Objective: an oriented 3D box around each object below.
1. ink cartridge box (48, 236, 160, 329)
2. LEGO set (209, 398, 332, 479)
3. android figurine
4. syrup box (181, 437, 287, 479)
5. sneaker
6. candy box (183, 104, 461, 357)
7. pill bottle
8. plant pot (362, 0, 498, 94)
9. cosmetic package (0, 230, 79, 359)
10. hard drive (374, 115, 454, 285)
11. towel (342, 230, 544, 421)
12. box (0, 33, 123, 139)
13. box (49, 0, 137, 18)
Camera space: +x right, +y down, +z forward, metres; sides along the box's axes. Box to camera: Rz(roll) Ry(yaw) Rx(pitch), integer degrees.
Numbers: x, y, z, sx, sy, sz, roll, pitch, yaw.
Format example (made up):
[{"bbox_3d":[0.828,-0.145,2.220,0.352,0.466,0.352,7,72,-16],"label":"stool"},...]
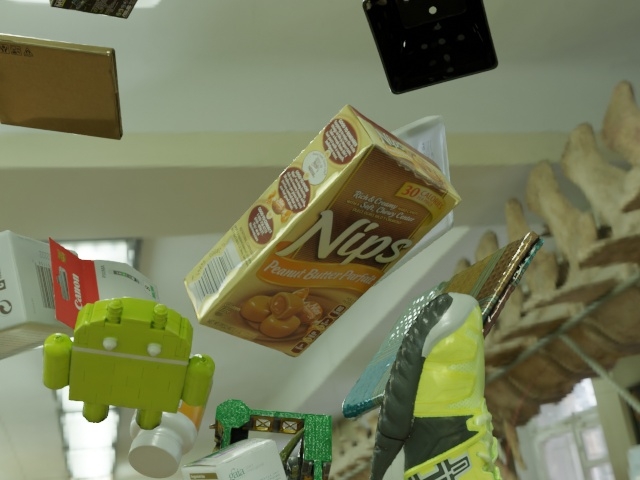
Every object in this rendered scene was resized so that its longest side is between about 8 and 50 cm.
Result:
[{"bbox_3d":[-0.338,0.097,1.411,0.056,0.181,0.225,-31,-43,11],"label":"ink cartridge box"},{"bbox_3d":[-0.088,0.444,1.477,0.255,0.331,0.192,-1,-48,-10],"label":"LEGO set"},{"bbox_3d":[-0.280,0.181,1.278,0.248,0.056,0.273,11,-48,-11],"label":"android figurine"},{"bbox_3d":[-0.085,0.381,1.107,0.093,0.237,0.096,-16,-4,-40],"label":"syrup box"},{"bbox_3d":[0.123,0.241,0.791,0.147,0.385,0.145,6,-5,19],"label":"sneaker"},{"bbox_3d":[0.000,0.000,1.092,0.316,0.087,0.183,-45,-43,20],"label":"candy box"},{"bbox_3d":[-0.311,0.359,1.789,0.136,0.246,0.136,4,-53,5],"label":"pill bottle"},{"bbox_3d":[0.185,-0.391,1.487,0.187,0.167,0.188,-13,-49,14],"label":"plant pot"},{"bbox_3d":[-0.657,0.139,1.500,0.453,0.162,0.230,-18,-13,9],"label":"cosmetic package"},{"bbox_3d":[0.150,-0.083,1.596,0.047,0.233,0.353,1,18,31],"label":"hard drive"},{"bbox_3d":[0.176,0.142,1.328,0.040,0.271,0.370,41,-30,-5],"label":"towel"},{"bbox_3d":[-0.414,-0.238,1.357,0.201,0.021,0.164,8,-45,2],"label":"box"},{"bbox_3d":[-0.468,-0.566,1.875,0.184,0.045,0.190,1,-31,-37],"label":"box"}]
